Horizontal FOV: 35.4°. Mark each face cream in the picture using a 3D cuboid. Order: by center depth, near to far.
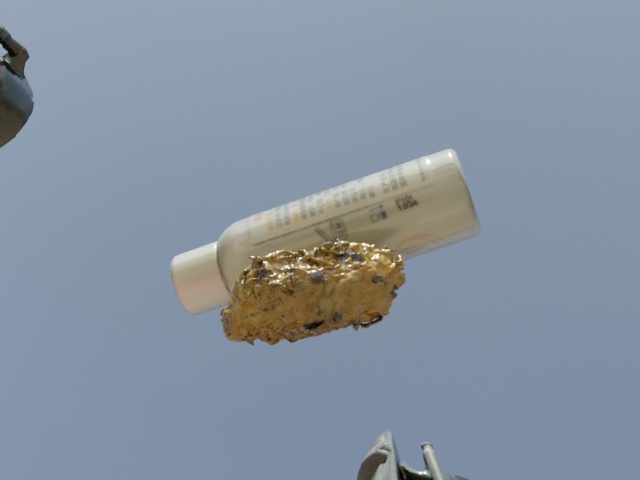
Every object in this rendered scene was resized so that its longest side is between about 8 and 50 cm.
[{"bbox_3d":[0.000,0.000,0.865,0.269,0.082,0.082,-19,-82,9],"label":"face cream"}]

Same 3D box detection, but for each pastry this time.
[{"bbox_3d":[-0.007,0.041,0.776,0.140,0.056,0.080,-1,-53,-25],"label":"pastry"}]

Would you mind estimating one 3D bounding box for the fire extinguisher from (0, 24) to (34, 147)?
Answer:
[{"bbox_3d":[-0.463,-0.267,1.090,0.113,0.376,0.200,7,-114,36],"label":"fire extinguisher"}]

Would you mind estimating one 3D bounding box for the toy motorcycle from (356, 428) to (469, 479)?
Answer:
[{"bbox_3d":[0.059,0.283,0.882,0.173,0.307,0.108,32,-59,9],"label":"toy motorcycle"}]
